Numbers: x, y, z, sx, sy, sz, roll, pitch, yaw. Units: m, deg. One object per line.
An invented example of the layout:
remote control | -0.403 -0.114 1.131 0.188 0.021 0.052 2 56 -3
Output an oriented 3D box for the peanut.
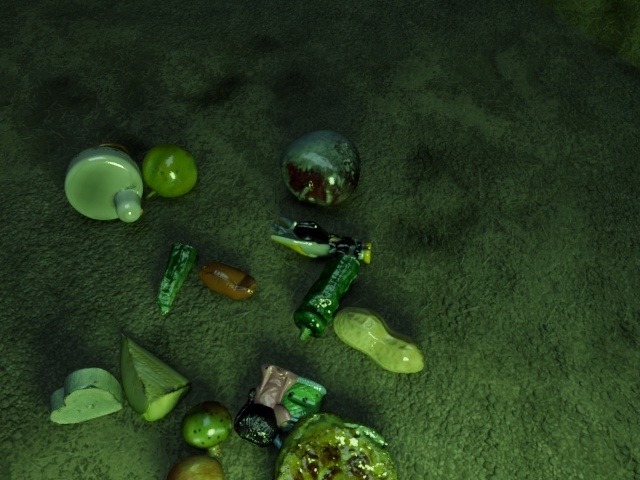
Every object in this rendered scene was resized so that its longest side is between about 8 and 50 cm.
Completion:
peanut | 0.157 0.259 1.534 0.274 0.125 0.111 29 41 20

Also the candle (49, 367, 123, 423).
candle | -0.574 0.392 1.438 0.168 0.192 0.068 19 39 -42

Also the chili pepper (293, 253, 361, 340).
chili pepper | 0.007 0.166 1.608 0.136 0.099 0.270 -1 51 43

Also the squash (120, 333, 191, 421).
squash | -0.485 0.354 1.479 0.252 0.093 0.169 29 15 19

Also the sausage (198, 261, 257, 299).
sausage | -0.266 0.118 1.669 0.179 0.089 0.089 22 57 11

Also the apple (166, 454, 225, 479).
apple | -0.283 0.565 1.308 0.131 0.146 0.146 -4 52 -25

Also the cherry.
cherry | 0.002 -0.230 1.834 0.255 0.218 0.296 20 46 13

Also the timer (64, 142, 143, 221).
timer | -0.662 -0.164 1.772 0.233 0.233 0.240 -16 39 -11

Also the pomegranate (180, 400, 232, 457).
pomegranate | -0.276 0.457 1.408 0.130 0.130 0.130 0 54 0

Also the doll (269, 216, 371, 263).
doll | 0.000 -0.001 1.735 0.316 0.103 0.145 13 50 2

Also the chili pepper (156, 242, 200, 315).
chili pepper | -0.425 0.118 1.684 0.088 0.059 0.227 14 58 -4

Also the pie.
pie | 0.030 0.565 1.301 0.288 0.103 0.355 -2 66 -15

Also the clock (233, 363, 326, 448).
clock | -0.101 0.426 1.432 0.194 0.100 0.195 21 58 13

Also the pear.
pear | -0.501 -0.208 1.864 0.180 0.166 0.216 35 87 10
